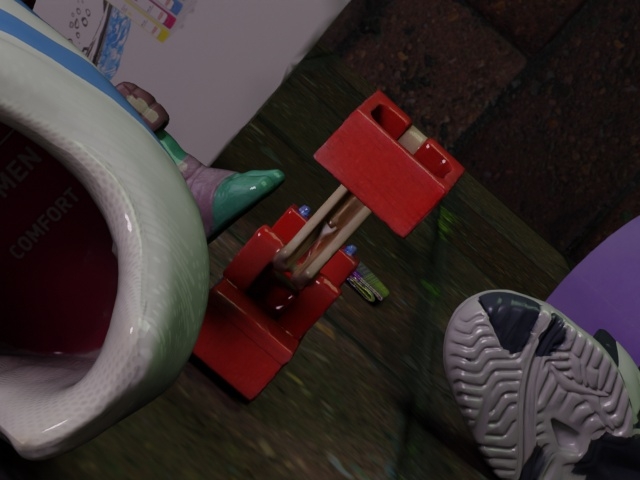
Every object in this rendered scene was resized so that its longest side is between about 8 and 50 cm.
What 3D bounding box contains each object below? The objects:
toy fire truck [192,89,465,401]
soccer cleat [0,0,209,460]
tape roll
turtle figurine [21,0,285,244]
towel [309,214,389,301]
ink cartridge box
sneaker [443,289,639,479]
[{"bbox_3d":[0.000,0.000,0.700,0.047,0.135,0.192,41,9,0],"label":"toy fire truck"},{"bbox_3d":[-0.158,-0.070,0.431,0.331,0.116,0.143,40,9,-11],"label":"soccer cleat"},{"bbox_3d":[0.226,0.068,1.158,0.080,0.189,0.189,47,10,27],"label":"tape roll"},{"bbox_3d":[-0.123,-0.084,0.591,0.234,0.175,0.118,53,-30,0],"label":"turtle figurine"},{"bbox_3d":[0.012,0.011,1.107,0.083,0.009,0.060,43,8,4],"label":"towel"},{"bbox_3d":[-0.124,-0.181,0.940,0.233,0.168,0.171,36,9,-34],"label":"ink cartridge box"},{"bbox_3d":[0.137,0.090,0.986,0.235,0.094,0.153,37,9,-27],"label":"sneaker"}]
